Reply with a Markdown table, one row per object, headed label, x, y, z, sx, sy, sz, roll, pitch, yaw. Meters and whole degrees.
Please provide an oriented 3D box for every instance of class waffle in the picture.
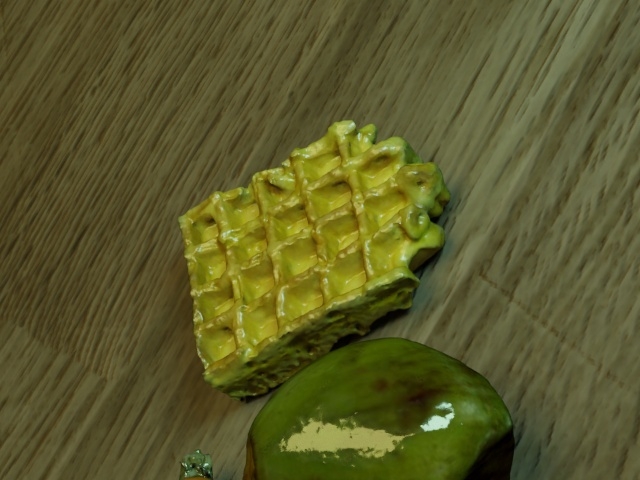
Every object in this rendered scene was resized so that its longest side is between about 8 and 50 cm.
| label | x | y | z | sx | sy | sz | roll | pitch | yaw |
| --- | --- | --- | --- | --- | --- | --- | --- | --- | --- |
| waffle | 0.000 | 0.000 | 1.356 | 0.211 | 0.055 | 0.160 | -31 | 48 | 22 |

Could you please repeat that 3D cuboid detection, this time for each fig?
| label | x | y | z | sx | sy | sz | roll | pitch | yaw |
| --- | --- | --- | --- | --- | --- | --- | --- | --- | --- |
| fig | 0.035 | 0.132 | 1.175 | 0.154 | 0.165 | 0.144 | -111 | 28 | -72 |

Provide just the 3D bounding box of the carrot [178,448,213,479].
| label | x | y | z | sx | sy | sz | roll | pitch | yaw |
| --- | --- | --- | --- | --- | --- | --- | --- | --- | --- |
| carrot | -0.082 | 0.280 | 1.228 | 0.069 | 0.069 | 0.336 | -25 | 47 | 26 |
